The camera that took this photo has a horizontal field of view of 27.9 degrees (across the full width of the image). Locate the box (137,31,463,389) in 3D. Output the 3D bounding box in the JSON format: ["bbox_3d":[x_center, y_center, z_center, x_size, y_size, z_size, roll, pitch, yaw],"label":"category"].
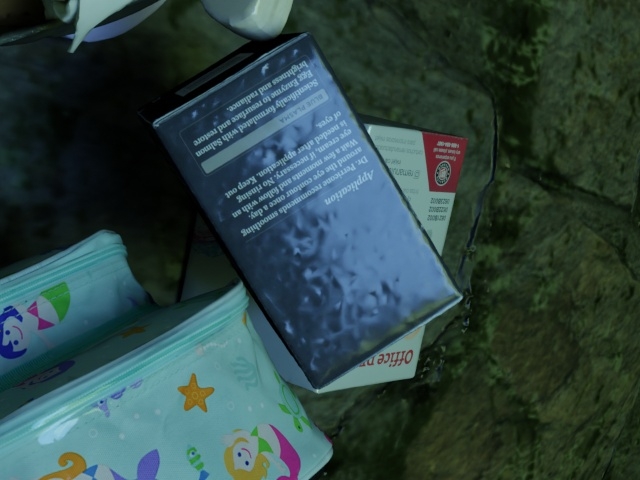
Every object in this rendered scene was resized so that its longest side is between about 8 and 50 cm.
[{"bbox_3d":[-0.017,-0.023,0.696,0.093,0.156,0.158,-32,103,-5],"label":"box"}]

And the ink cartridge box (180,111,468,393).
[{"bbox_3d":[0.000,0.000,0.871,0.128,0.127,0.176,0,104,-55],"label":"ink cartridge box"}]

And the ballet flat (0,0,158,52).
[{"bbox_3d":[-0.133,-0.113,0.532,0.280,0.096,0.095,-23,121,3],"label":"ballet flat"}]

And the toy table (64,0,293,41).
[{"bbox_3d":[-0.051,-0.231,0.678,0.252,0.161,0.274,5,99,-55],"label":"toy table"}]

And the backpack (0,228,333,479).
[{"bbox_3d":[-0.130,0.108,0.622,0.225,0.253,0.191,-27,94,-46],"label":"backpack"}]
